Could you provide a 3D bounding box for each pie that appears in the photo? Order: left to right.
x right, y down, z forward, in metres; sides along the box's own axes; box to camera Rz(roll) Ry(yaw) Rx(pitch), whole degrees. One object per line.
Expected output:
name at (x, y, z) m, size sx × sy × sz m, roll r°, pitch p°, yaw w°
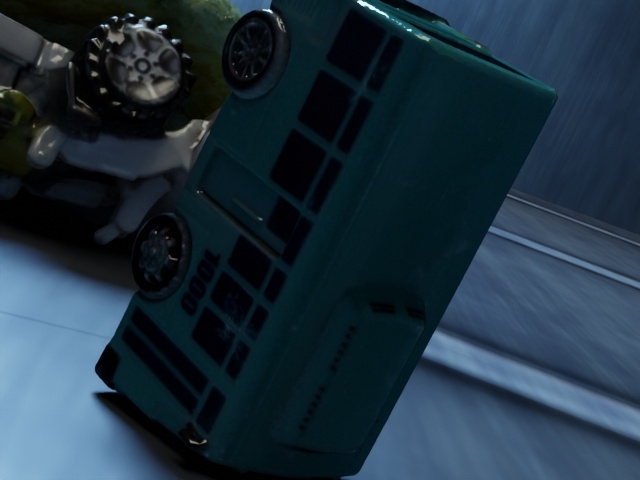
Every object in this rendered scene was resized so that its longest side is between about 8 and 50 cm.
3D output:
pie at (-0.142, -0.107, 0.819) m, size 0.240 × 0.054 × 0.240 m, roll 12°, pitch -28°, yaw 6°

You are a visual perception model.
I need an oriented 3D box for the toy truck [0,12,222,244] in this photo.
toy truck at (-0.157, -0.070, 0.711) m, size 0.286 × 0.111 × 0.136 m, roll 25°, pitch -25°, yaw -22°

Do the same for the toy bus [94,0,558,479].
toy bus at (0.000, 0.000, 0.454) m, size 0.079 × 0.160 × 0.092 m, roll 14°, pitch 18°, yaw -44°
